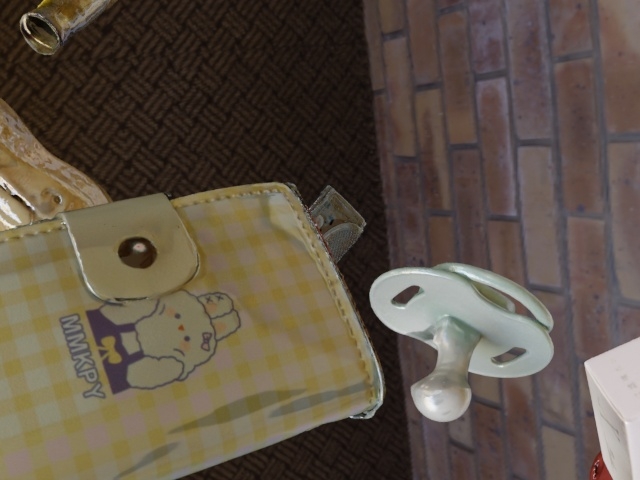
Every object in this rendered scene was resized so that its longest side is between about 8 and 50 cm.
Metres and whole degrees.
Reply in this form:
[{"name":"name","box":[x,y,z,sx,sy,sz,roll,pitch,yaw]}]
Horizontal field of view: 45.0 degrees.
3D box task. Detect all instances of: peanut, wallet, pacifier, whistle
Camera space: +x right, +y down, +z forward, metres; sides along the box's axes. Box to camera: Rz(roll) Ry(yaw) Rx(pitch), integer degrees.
[{"name":"peanut","box":[-0.333,-0.061,0.834,0.290,0.130,0.130,45,73,-28]},{"name":"wallet","box":[0.000,0.000,1.049,0.129,0.026,0.088,-50,122,-9]},{"name":"wallet","box":[-0.123,0.068,0.559,0.310,0.077,0.223,-10,68,-31]},{"name":"pacifier","box":[0.238,0.183,1.330,0.343,0.288,0.269,27,55,-10]},{"name":"whistle","box":[-0.260,-0.343,0.979,0.057,0.068,0.326,75,32,-43]}]

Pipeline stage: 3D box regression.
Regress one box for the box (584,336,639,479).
[{"name":"box","box":[0.198,0.059,0.335,0.154,0.040,0.084,-23,134,4]}]

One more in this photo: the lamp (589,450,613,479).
[{"name":"lamp","box":[0.198,0.147,0.424,0.101,0.101,0.090,-62,158,-11]}]
